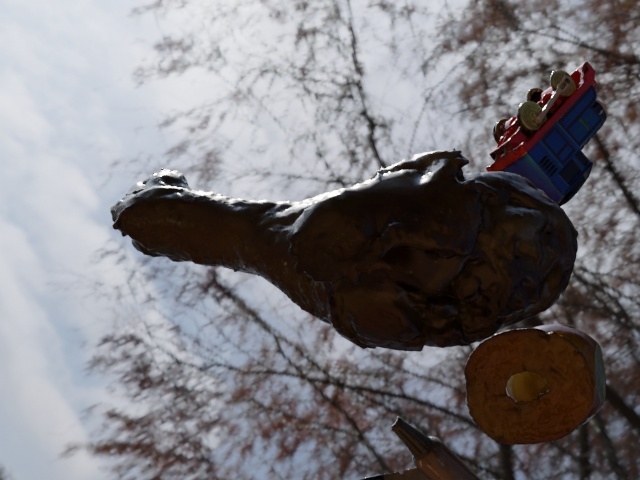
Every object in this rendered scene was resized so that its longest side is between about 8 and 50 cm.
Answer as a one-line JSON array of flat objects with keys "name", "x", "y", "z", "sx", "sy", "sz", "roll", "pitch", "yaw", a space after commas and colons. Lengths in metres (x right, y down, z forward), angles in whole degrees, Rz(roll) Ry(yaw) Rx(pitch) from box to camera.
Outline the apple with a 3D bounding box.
[{"name": "apple", "x": 0.356, "y": 0.213, "z": 1.413, "sx": 0.146, "sy": 0.147, "sz": 0.163, "roll": -9, "pitch": -44, "yaw": 21}]

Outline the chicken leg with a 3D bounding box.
[{"name": "chicken leg", "x": 0.005, "y": 0.008, "z": 0.683, "sx": 0.211, "sy": 0.360, "sz": 0.140, "roll": 24, "pitch": 68, "yaw": -81}]

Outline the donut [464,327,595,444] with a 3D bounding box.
[{"name": "donut", "x": 0.294, "y": 0.207, "z": 1.304, "sx": 0.178, "sy": 0.065, "sz": 0.162, "roll": 0, "pitch": -102, "yaw": 16}]

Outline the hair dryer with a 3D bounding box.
[{"name": "hair dryer", "x": 0.164, "y": 0.239, "z": 0.887, "sx": 0.195, "sy": 0.054, "sz": 0.220, "roll": -12, "pitch": -57, "yaw": 38}]

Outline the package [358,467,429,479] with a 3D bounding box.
[{"name": "package", "x": 0.096, "y": 0.480, "z": 1.419, "sx": 0.062, "sy": 0.203, "sz": 0.251, "roll": -159, "pitch": -114, "yaw": -65}]

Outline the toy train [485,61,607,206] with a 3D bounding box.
[{"name": "toy train", "x": 0.310, "y": -0.139, "z": 1.232, "sx": 0.131, "sy": 0.204, "sz": 0.083, "roll": 48, "pitch": -32, "yaw": -2}]
